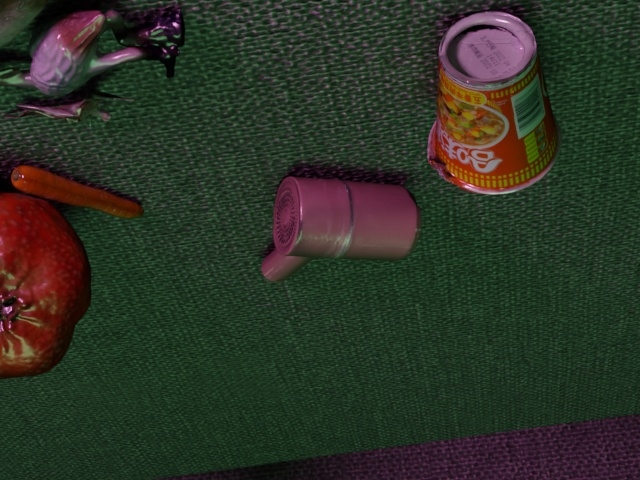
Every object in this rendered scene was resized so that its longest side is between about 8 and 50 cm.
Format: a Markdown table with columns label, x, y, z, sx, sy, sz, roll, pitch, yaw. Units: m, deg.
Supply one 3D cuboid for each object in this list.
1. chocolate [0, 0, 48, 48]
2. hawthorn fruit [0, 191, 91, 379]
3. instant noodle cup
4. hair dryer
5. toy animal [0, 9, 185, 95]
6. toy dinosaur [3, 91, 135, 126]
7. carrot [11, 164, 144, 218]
| label | x | y | z | sx | sy | sz | roll | pitch | yaw |
| --- | --- | --- | --- | --- | --- | --- | --- | --- | --- |
| chocolate | -0.435 | -0.276 | 1.788 | 0.185 | 0.101 | 0.303 | 10 | 153 | -37 |
| hawthorn fruit | -0.481 | 0.053 | 2.269 | 0.287 | 0.287 | 0.330 | -3 | -162 | -8 |
| instant noodle cup | 0.230 | -0.195 | 2.031 | 0.193 | 0.193 | 0.212 | -9 | 146 | 5 |
| hair dryer | 0.000 | 0.000 | 2.451 | 0.210 | 0.125 | 0.352 | 3 | 162 | -22 |
| toy animal | -0.330 | -0.228 | 1.907 | 0.324 | 0.091 | 0.195 | -12 | 163 | 15 |
| toy dinosaur | -0.343 | -0.177 | 2.047 | 0.220 | 0.032 | 0.108 | -8 | 175 | 28 |
| carrot | -0.367 | -0.070 | 2.277 | 0.043 | 0.043 | 0.247 | -28 | 148 | 37 |
